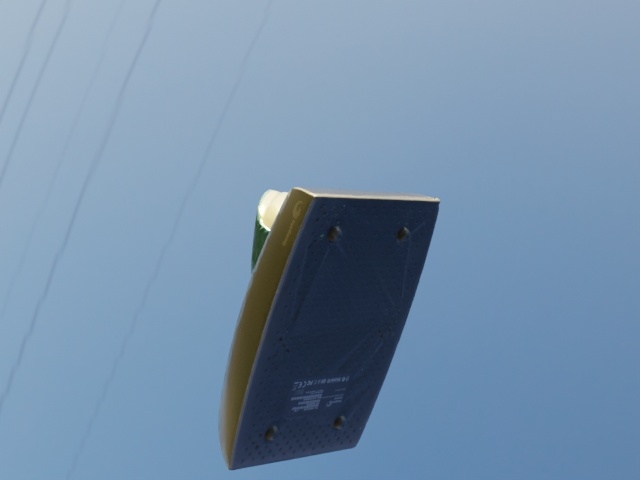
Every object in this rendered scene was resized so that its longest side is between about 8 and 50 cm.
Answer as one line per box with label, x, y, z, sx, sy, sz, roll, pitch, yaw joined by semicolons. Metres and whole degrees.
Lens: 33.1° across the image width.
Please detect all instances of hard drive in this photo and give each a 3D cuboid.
hard drive;0.001;0.072;0.939;0.054;0.172;0.255;34;-66;41

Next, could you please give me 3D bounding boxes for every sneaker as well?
sneaker;0.000;0.000;1.050;0.092;0.228;0.088;9;-86;20
